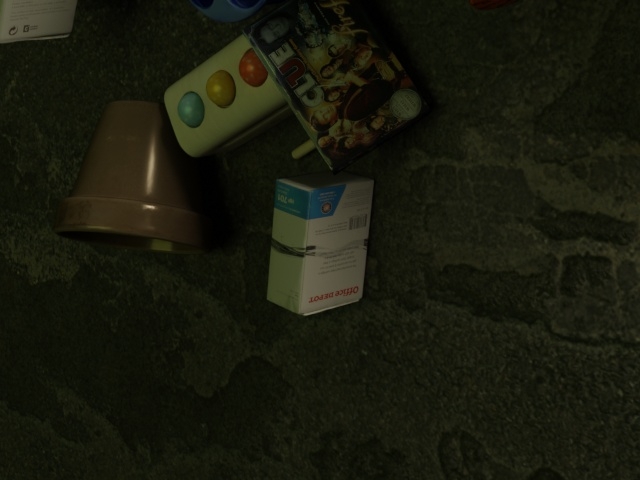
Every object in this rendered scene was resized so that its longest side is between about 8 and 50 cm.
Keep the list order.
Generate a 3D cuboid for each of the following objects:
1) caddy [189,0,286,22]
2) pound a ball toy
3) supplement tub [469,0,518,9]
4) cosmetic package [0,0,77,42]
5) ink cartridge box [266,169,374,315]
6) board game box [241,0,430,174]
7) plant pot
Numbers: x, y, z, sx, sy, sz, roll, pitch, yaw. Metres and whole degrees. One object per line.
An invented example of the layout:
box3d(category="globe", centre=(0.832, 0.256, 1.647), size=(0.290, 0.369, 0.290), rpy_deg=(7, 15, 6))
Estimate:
box3d(category="caddy", centre=(-0.116, -0.494, 1.807), size=(0.241, 0.179, 0.341), rpy_deg=(8, 104, 41))
box3d(category="pound a ball toy", centre=(-0.090, -0.207, 1.874), size=(0.319, 0.135, 0.208), rpy_deg=(-26, 81, 44))
box3d(category="supplement tub", centre=(0.185, -0.470, 1.511), size=(0.207, 0.207, 0.338), rpy_deg=(-36, 75, 41))
box3d(category="cosmetic package", centre=(-0.481, -0.535, 1.949), size=(0.217, 0.156, 0.385), rpy_deg=(40, 126, 28))
box3d(category="ink cartridge box", centre=(0.000, 0.000, 1.830), size=(0.082, 0.139, 0.191), rpy_deg=(22, 113, 40))
box3d(category="board game box", centre=(0.021, -0.238, 1.739), size=(0.165, 0.042, 0.243), rpy_deg=(-33, 84, 2))
box3d(category="plant pot", centre=(-0.300, -0.106, 2.037), size=(0.263, 0.263, 0.229), rpy_deg=(0, 82, 43))
